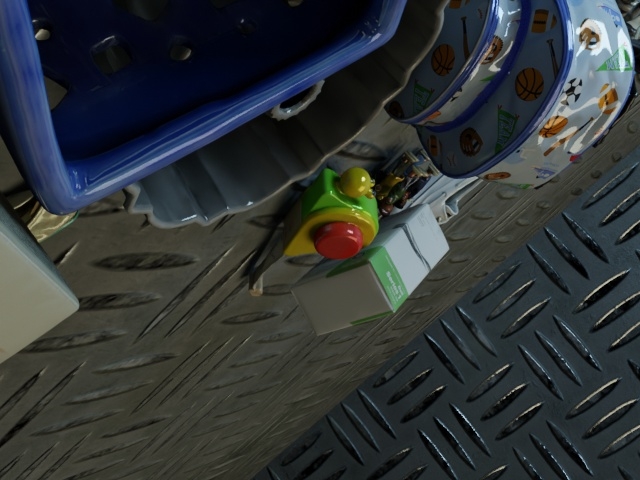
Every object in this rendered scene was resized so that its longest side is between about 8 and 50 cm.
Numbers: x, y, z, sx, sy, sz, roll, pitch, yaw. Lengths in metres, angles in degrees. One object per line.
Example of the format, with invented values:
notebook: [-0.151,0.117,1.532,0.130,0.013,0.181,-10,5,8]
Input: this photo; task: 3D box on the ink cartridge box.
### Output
ink cartridge box: [0.082,0.041,1.351,0.160,0.093,0.219,-21,-168,38]

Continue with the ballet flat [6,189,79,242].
ballet flat: [-0.297,0.000,0.791,0.168,0.057,0.052,-41,136,-4]

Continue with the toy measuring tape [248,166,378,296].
toy measuring tape: [0.000,0.000,1.277,0.121,0.121,0.330,-25,163,-39]

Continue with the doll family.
doll family: [0.126,-0.089,1.387,0.111,0.076,0.193,-50,164,20]

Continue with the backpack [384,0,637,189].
backpack: [0.180,-0.192,0.884,0.213,0.263,0.276,-3,145,-32]

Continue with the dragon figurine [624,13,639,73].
dragon figurine: [0.524,-0.327,1.561,0.144,0.085,0.289,-14,150,-54]

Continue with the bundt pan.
bundt pan: [-0.053,-0.161,0.719,0.330,0.124,0.331,-35,164,-11]

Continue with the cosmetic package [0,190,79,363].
cosmetic package: [-0.288,-0.013,0.576,0.129,0.153,0.296,-36,162,-12]

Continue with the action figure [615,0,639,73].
action figure: [0.436,-0.309,1.163,0.164,0.141,0.276,-32,-152,58]

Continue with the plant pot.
plant pot: [-0.091,-0.190,0.406,0.236,0.212,0.236,-32,163,-20]

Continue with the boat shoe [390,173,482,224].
boat shoe: [0.214,-0.073,1.590,0.258,0.084,0.095,-47,162,28]
